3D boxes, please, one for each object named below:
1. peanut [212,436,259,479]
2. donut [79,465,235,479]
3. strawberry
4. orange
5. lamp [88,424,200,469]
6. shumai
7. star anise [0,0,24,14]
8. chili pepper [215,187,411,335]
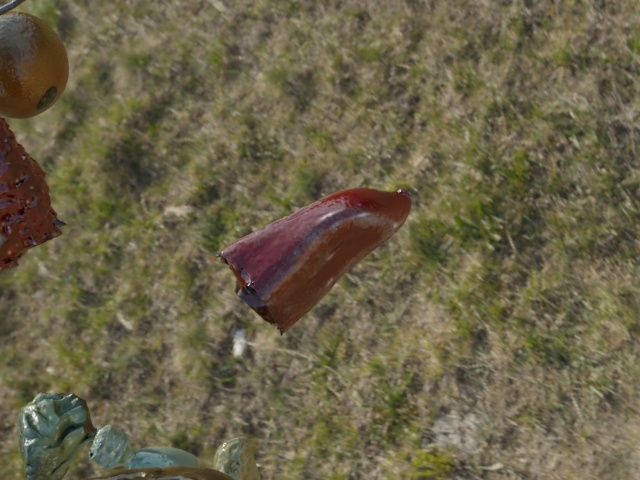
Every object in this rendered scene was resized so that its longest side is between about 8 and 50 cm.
[{"bbox_3d":[-0.141,0.376,1.375,0.082,0.082,0.187,39,112,36],"label":"peanut"},{"bbox_3d":[-0.216,0.392,1.080,0.330,0.330,0.159,18,123,35],"label":"donut"},{"bbox_3d":[-0.619,-0.084,1.510,0.292,0.343,0.292,-21,38,18],"label":"strawberry"},{"bbox_3d":[-0.580,-0.332,1.755,0.206,0.206,0.206,-12,66,28],"label":"orange"},{"bbox_3d":[-0.272,0.360,1.443,0.106,0.193,0.106,-48,18,21],"label":"lamp"},{"bbox_3d":[-0.486,0.370,1.697,0.184,0.142,0.184,172,90,-70],"label":"shumai"},{"bbox_3d":[-0.483,-0.327,1.377,0.227,0.148,0.218,13,63,24],"label":"star anise"},{"bbox_3d":[0.000,0.000,1.142,0.253,0.144,0.136,-35,23,-2],"label":"chili pepper"}]
